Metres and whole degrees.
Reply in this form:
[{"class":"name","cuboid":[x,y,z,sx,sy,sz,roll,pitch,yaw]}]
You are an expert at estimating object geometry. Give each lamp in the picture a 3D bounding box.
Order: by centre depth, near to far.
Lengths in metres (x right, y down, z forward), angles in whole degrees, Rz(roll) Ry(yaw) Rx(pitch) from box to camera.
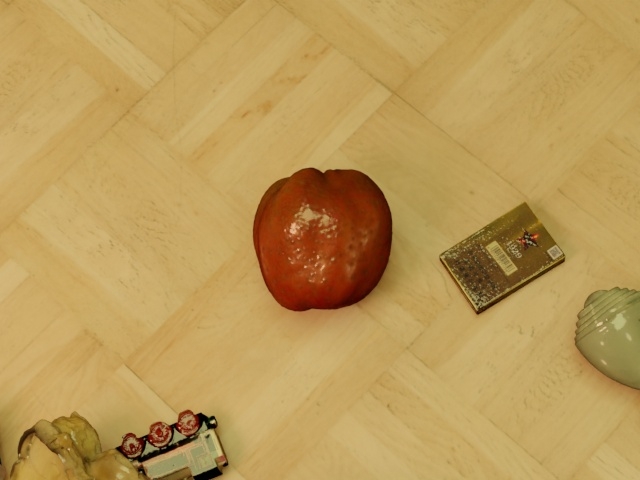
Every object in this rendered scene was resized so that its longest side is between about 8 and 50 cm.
[{"class":"lamp","cuboid":[0.374,0.142,1.705,0.106,0.106,0.193,-31,79,-7]}]

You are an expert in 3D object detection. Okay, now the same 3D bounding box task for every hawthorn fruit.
[{"class":"hawthorn fruit","cuboid":[0.000,0.000,1.756,0.189,0.189,0.189,-2,68,5]}]

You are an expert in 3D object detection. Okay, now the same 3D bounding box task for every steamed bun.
[{"class":"steamed bun","cuboid":[-0.270,0.302,1.681,0.177,0.192,0.106,37,36,25]}]

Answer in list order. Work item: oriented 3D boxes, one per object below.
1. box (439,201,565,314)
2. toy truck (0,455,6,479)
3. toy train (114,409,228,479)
[{"class":"box","cuboid":[0.225,0.022,1.803,0.133,0.023,0.090,-32,70,-7]},{"class":"toy truck","cuboid":[-0.489,0.288,1.730,0.227,0.098,0.114,-25,72,-2]},{"class":"toy train","cuboid":[-0.182,0.259,1.735,0.138,0.050,0.087,-22,71,-3]}]
